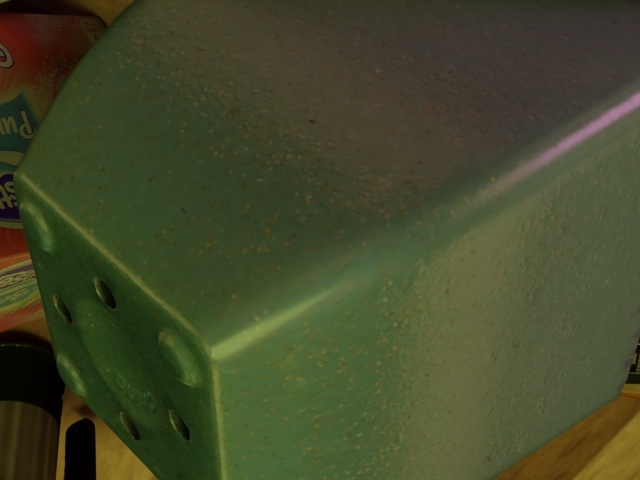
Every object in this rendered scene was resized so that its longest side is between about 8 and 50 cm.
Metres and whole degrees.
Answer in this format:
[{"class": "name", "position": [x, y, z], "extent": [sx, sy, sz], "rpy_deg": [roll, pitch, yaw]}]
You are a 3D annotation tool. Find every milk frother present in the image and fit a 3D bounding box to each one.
[{"class": "milk frother", "position": [-0.213, 0.145, 0.812], "extent": [0.129, 0.135, 0.143], "rpy_deg": [19, 132, -27]}]

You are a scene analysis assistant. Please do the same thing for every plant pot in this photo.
[{"class": "plant pot", "position": [0.000, 0.000, 0.519], "extent": [0.248, 0.252, 0.247], "rpy_deg": [37, 143, 32]}]

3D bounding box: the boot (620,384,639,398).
[{"class": "boot", "position": [0.341, 0.137, 0.768], "extent": [0.295, 0.104, 0.211], "rpy_deg": [-7, 128, 7]}]

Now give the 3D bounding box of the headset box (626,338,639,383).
[{"class": "headset box", "position": [0.256, -0.041, 0.613], "extent": [0.283, 0.131, 0.246], "rpy_deg": [3, 129, 5]}]

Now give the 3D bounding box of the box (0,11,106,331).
[{"class": "box", "position": [-0.222, -0.024, 0.554], "extent": [0.142, 0.300, 0.154], "rpy_deg": [-32, 83, 28]}]

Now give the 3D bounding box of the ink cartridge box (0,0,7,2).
[{"class": "ink cartridge box", "position": [-0.283, -0.260, 0.547], "extent": [0.385, 0.091, 0.308], "rpy_deg": [-6, 131, 33]}]
